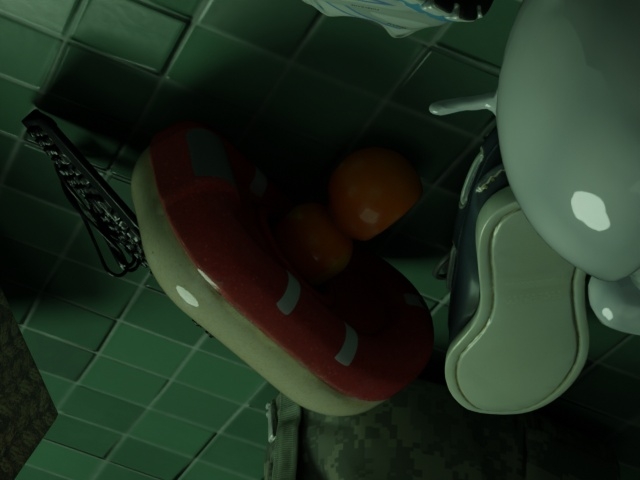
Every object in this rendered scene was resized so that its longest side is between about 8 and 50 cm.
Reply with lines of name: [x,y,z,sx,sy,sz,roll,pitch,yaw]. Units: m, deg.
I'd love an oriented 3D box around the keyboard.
keyboard: [-0.131,-0.001,1.161,0.192,0.038,0.100,50,173,-13]

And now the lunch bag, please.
lunch bag: [0.069,0.255,1.323,0.256,0.305,0.212,24,143,-23]

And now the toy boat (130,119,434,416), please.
toy boat: [0.000,0.000,1.128,0.151,0.151,0.231,-36,129,14]

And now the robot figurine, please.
robot figurine: [0.238,-0.055,0.874,0.353,0.200,0.300,16,127,-5]

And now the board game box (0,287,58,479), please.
board game box: [-0.377,0.082,1.289,0.291,0.141,0.232,-4,122,25]

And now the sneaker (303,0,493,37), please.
sneaker: [-0.005,-0.156,0.932,0.190,0.071,0.083,31,149,-25]

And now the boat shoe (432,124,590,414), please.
boat shoe: [0.119,0.023,1.139,0.095,0.079,0.254,-6,144,2]
